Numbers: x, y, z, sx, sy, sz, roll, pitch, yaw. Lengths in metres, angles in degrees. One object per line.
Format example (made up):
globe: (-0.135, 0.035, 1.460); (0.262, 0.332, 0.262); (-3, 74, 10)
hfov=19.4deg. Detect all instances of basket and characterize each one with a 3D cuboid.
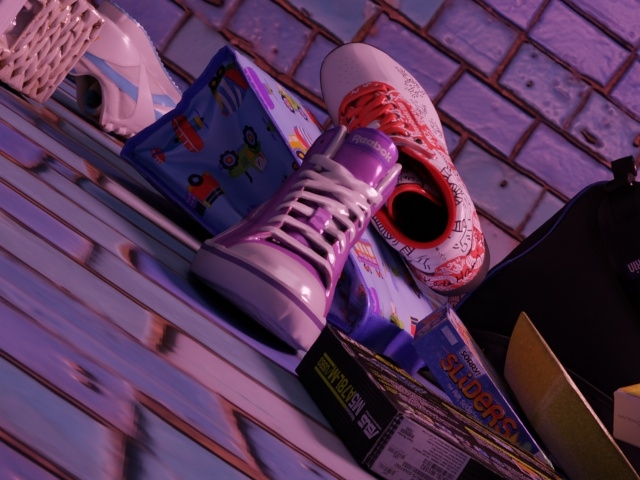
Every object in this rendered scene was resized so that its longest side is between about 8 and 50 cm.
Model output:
basket: (-0.287, -0.209, 1.719); (0.103, 0.113, 0.167); (37, 1, -36)

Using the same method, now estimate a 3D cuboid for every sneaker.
sneaker: (-0.009, -0.017, 1.349); (0.102, 0.161, 0.282); (36, 5, -5)
sneaker: (-0.196, -0.143, 1.936); (0.087, 0.092, 0.228); (36, -17, 47)
sneaker: (0.065, -0.085, 1.660); (0.270, 0.090, 0.145); (65, 7, 20)

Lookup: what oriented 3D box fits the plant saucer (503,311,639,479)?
plant saucer: (0.208, 0.163, 1.478); (0.188, 0.045, 0.188); (54, 4, -12)

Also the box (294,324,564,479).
box: (0.088, 0.136, 1.138); (0.191, 0.045, 0.184); (33, 2, -19)

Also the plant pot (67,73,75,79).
plant pot: (-0.263, -0.207, 2.265); (0.079, 0.083, 0.083); (47, 0, -17)

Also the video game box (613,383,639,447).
video game box: (0.360, 0.139, 1.431); (0.205, 0.048, 0.187); (-8, 19, -36)

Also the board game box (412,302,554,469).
board game box: (0.123, 0.117, 1.449); (0.136, 0.035, 0.201); (55, 4, 0)

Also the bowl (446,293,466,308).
bowl: (0.184, 0.120, 1.960); (0.170, 0.080, 0.170); (35, 4, -3)

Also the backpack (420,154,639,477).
backpack: (0.277, 0.110, 1.751); (0.263, 0.276, 0.213); (50, 9, 17)

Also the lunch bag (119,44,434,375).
lunch bag: (0.000, 0.000, 1.623); (0.293, 0.138, 0.221); (48, 6, 21)
